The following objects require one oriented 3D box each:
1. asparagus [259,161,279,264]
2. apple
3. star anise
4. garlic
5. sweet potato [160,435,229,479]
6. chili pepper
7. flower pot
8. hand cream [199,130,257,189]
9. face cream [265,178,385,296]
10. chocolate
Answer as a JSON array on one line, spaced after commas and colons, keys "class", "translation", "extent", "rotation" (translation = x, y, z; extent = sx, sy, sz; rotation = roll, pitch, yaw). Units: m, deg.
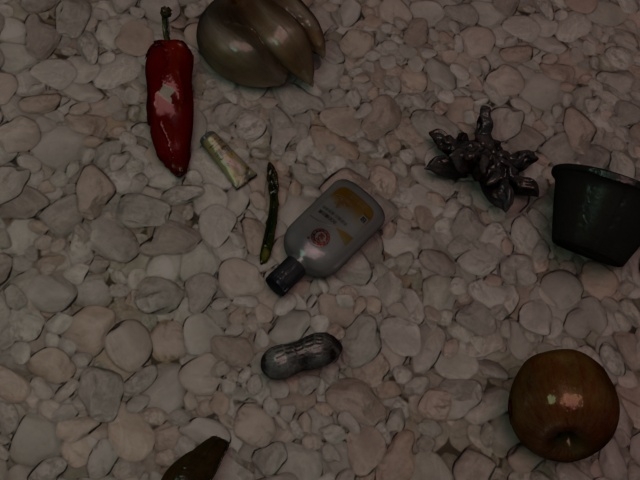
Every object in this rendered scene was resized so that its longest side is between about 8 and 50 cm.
[{"class": "asparagus", "translation": [-0.106, -0.060, 1.883], "extent": [0.034, 0.027, 0.236], "rotation": [11, 65, -16]}, {"class": "apple", "translation": [0.469, 0.319, 1.714], "extent": [0.211, 0.211, 0.188], "rotation": [8, 39, -6]}, {"class": "star anise", "translation": [0.368, -0.176, 1.967], "extent": [0.282, 0.129, 0.212], "rotation": [39, 49, 4]}, {"class": "garlic", "translation": [-0.143, -0.478, 2.010], "extent": [0.279, 0.132, 0.325], "rotation": [-28, 68, -11]}, {"class": "sweet potato", "translation": [-0.253, 0.477, 1.601], "extent": [0.112, 0.085, 0.286], "rotation": [45, 50, -26]}, {"class": "chili pepper", "translation": [-0.326, -0.321, 1.925], "extent": [0.110, 0.110, 0.388], "rotation": [-2, 72, -10]}, {"class": "flower pot", "translation": [0.602, -0.044, 1.896], "extent": [0.269, 0.269, 0.166], "rotation": [20, 86, 0]}, {"class": "hand cream", "translation": [-0.205, -0.177, 1.916], "extent": [0.061, 0.039, 0.143], "rotation": [-40, 82, -24]}, {"class": "face cream", "translation": [0.000, 0.000, 1.849], "extent": [0.144, 0.071, 0.291], "rotation": [43, 67, 10]}, {"class": "chocolate", "translation": [-0.038, 0.227, 1.744], "extent": [0.167, 0.072, 0.072], "rotation": [-17, 70, -14]}]
